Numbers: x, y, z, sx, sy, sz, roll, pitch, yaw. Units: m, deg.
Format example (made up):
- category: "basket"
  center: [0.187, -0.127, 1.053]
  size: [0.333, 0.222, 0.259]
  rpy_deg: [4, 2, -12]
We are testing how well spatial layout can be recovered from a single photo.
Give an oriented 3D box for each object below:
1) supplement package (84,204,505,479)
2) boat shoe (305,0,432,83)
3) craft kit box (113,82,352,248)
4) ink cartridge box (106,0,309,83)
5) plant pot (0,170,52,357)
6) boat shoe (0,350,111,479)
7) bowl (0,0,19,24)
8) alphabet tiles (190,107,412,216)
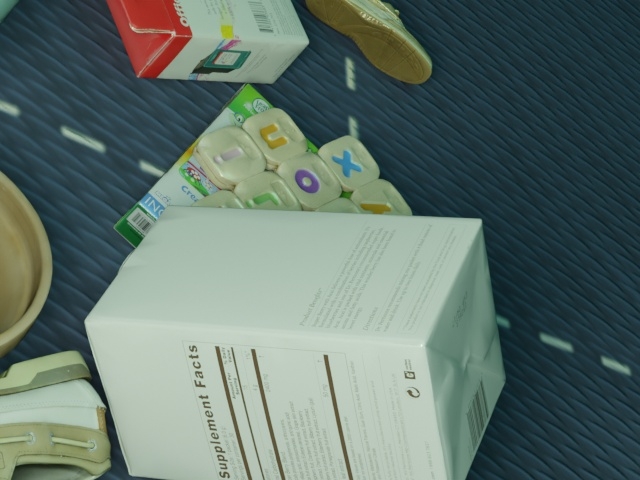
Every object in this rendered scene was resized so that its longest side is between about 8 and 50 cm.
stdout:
- category: "supplement package"
  center: [-0.015, 0.092, 1.506]
  size: [0.177, 0.293, 0.175]
  rpy_deg: [-59, 146, -49]
- category: "boat shoe"
  center: [0.064, -0.248, 2.060]
  size: [0.170, 0.063, 0.059]
  rpy_deg: [39, 46, -10]
- category: "craft kit box"
  center: [-0.045, -0.004, 1.771]
  size: [0.250, 0.061, 0.246]
  rpy_deg: [44, 42, -5]
- category: "ink cartridge box"
  center: [-0.138, -0.239, 1.859]
  size: [0.231, 0.078, 0.134]
  rpy_deg: [-1, 59, -42]
- category: "plant pot"
  center: [-0.341, 0.028, 1.420]
  size: [0.237, 0.110, 0.237]
  rpy_deg: [18, 44, -18]
- category: "boat shoe"
  center: [-0.279, 0.169, 1.371]
  size: [0.302, 0.113, 0.103]
  rpy_deg: [-17, 76, -44]
- category: "bowl"
  center: [-0.403, -0.206, 1.485]
  size: [0.311, 0.163, 0.311]
  rpy_deg: [19, 26, -10]
- category: "alphabet tiles"
  center: [0.000, 0.000, 1.751]
  size: [0.284, 0.021, 0.278]
  rpy_deg: [53, 39, 7]
